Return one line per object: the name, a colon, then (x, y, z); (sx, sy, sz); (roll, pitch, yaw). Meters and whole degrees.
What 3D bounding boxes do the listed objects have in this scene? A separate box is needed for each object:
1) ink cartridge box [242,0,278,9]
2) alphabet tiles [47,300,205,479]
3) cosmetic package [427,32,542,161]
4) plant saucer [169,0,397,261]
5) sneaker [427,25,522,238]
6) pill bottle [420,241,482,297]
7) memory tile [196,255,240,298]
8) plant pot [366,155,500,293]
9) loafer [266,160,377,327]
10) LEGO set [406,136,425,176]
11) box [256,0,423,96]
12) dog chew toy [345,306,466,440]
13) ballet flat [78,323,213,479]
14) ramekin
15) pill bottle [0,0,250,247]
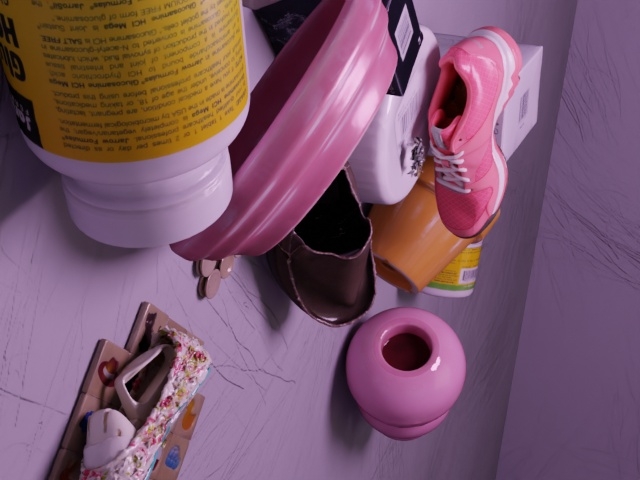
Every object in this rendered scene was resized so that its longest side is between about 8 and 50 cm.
ink cartridge box: (-0.040, -0.380, 1.055); (0.197, 0.114, 0.273); (-32, 135, -41)
alphabet tiles: (-0.216, 0.249, 1.209); (0.285, 0.011, 0.342); (51, 55, -65)
cosmetic package: (0.211, -0.230, 1.745); (0.224, 0.224, 0.138); (-46, 141, -55)
plant saucer: (-0.029, -0.110, 1.108); (0.332, 0.084, 0.332); (-52, -166, 18)
sneaker: (0.191, -0.142, 1.567); (0.136, 0.116, 0.314); (-24, 126, -45)
pill bottle: (0.243, -0.026, 2.100); (0.136, 0.136, 0.246); (-23, 124, -66)
memory tile: (-0.112, -0.012, 1.319); (0.113, 0.012, 0.148); (84, 27, -44)
plant pot: (0.159, -0.023, 1.816); (0.188, 0.205, 0.205); (-55, 155, -13)
loafer: (0.000, 0.000, 1.408); (0.134, 0.130, 0.366); (-28, 136, -8)
LEGO set: (0.136, -0.114, 1.509); (0.083, 0.023, 0.054); (3, 100, -70)
box: (0.026, -0.257, 1.315); (0.156, 0.158, 0.093); (60, 46, -62)
dog chew toy: (0.149, 0.254, 1.956); (0.332, 0.206, 0.206); (84, 26, -61)
ballet flat: (-0.192, 0.180, 1.123); (0.077, 0.091, 0.241); (55, 39, -24)
ramekin: (0.067, -0.180, 1.517); (0.277, 0.135, 0.277); (14, 90, -71)
pill bottle: (-0.152, -0.165, 0.844); (0.188, 0.188, 0.334); (-56, 152, -45)
